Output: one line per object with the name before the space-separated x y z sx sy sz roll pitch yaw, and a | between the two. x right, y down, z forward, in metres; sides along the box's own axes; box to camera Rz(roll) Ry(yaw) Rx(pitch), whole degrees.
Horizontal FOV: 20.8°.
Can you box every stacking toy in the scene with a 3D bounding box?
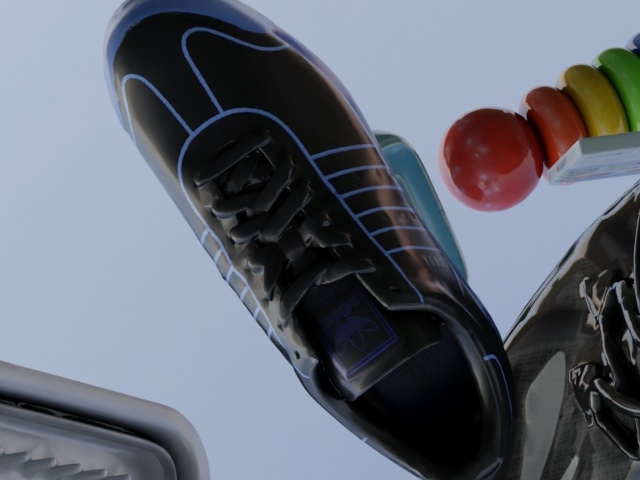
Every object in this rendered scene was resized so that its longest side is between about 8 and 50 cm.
stacking toy | 0.254 -0.111 1.487 0.330 0.141 0.141 -21 -141 -8

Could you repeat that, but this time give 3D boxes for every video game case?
video game case | 0.186 -0.051 1.034 0.087 0.122 0.011 -8 -96 -2

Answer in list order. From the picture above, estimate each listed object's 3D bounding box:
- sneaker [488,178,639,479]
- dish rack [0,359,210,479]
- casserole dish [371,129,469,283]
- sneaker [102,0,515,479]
sneaker | 0.185 0.016 0.782 0.185 0.202 0.483 43 -63 23
dish rack | -0.196 0.260 1.175 0.072 0.285 0.332 -13 -113 39
casserole dish | 0.060 -0.005 1.410 0.114 0.188 0.037 -30 -169 -35
sneaker | 0.000 0.000 0.679 0.081 0.232 0.090 -39 -164 13
